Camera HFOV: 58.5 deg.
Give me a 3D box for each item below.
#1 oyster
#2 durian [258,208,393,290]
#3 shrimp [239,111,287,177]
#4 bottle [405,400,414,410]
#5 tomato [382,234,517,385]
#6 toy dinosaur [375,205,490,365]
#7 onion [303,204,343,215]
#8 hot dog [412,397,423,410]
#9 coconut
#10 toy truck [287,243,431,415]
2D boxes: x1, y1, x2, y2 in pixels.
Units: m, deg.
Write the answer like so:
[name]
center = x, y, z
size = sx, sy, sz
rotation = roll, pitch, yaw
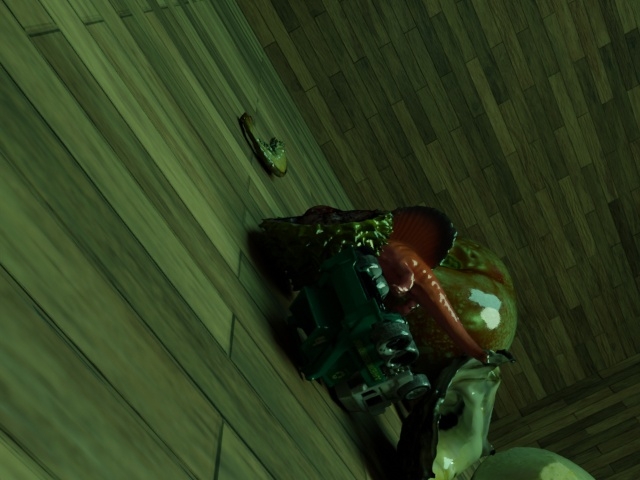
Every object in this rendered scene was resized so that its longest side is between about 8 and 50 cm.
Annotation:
[oyster]
center = 0.159, 0.237, 0.723
size = 0.275, 0.271, 0.100
rotation = -3, 38, -48
[durian]
center = -0.003, 0.024, 0.650
size = 0.118, 0.186, 0.108
rotation = -11, 99, -41
[shrimp]
center = -0.100, -0.175, 1.010
size = 0.124, 0.034, 0.178
rotation = 52, 16, -22
[bottle]
center = 0.198, 0.164, 1.123
size = 0.173, 0.206, 0.297
rotation = -15, 71, -36
[tomato]
center = 0.153, 0.107, 0.862
size = 0.270, 0.223, 0.270
rotation = 16, 28, -9
[toy dinosaur]
center = 0.131, 0.028, 0.704
size = 0.286, 0.139, 0.070
rotation = 34, -21, 40
[onion]
center = 0.000, 0.000, 0.838
size = 0.107, 0.097, 0.107
rotation = -178, -90, -74
[hot dog]
center = 0.191, 0.244, 0.986
size = 0.087, 0.061, 0.286
rotation = 19, 67, -46
[coconut]
center = 0.321, 0.419, 0.872
size = 0.197, 0.237, 0.237
rotation = 39, -8, 38
[toy truck]
center = 0.036, 0.108, 0.607
size = 0.216, 0.116, 0.110
rotation = 64, 4, -51
